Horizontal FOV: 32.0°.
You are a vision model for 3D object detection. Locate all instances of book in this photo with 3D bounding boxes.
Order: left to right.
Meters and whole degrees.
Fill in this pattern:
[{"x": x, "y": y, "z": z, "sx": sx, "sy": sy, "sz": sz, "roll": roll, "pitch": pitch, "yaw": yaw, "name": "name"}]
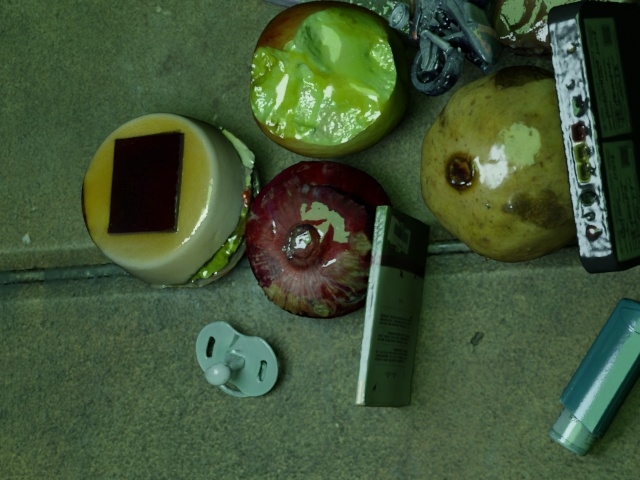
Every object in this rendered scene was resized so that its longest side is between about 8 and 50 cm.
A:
[{"x": 0.109, "y": 0.104, "z": 1.654, "sx": 0.026, "sy": 0.201, "sz": 0.289, "roll": 6, "pitch": 84, "yaw": 23, "name": "book"}]

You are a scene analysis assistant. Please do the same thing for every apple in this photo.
[{"x": 0.020, "y": -0.247, "z": 1.700, "sx": 0.226, "sy": 0.246, "sz": 0.246, "roll": 0, "pitch": 83, "yaw": 18, "name": "apple"}]

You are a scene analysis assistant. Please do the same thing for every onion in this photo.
[{"x": 0.000, "y": 0.000, "z": 1.704, "sx": 0.246, "sy": 0.190, "sz": 0.246, "roll": 0, "pitch": 90, "yaw": 12, "name": "onion"}]

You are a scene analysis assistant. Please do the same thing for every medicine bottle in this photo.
[{"x": 0.433, "y": 0.195, "z": 1.602, "sx": 0.124, "sy": 0.079, "sz": 0.258, "roll": 34, "pitch": 94, "yaw": 18, "name": "medicine bottle"}]

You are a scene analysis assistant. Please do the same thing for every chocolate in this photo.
[{"x": 0.370, "y": -0.312, "z": 1.655, "sx": 0.214, "sy": 0.148, "sz": 0.093, "roll": 8, "pitch": 91, "yaw": 20, "name": "chocolate"}]

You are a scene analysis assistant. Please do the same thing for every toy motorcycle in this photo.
[{"x": 0.195, "y": -0.360, "z": 1.637, "sx": 0.173, "sy": 0.108, "sz": 0.307, "roll": -29, "pitch": 52, "yaw": 45, "name": "toy motorcycle"}]

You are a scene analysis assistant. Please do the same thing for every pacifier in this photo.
[{"x": -0.145, "y": 0.201, "z": 1.766, "sx": 0.150, "sy": 0.116, "sz": 0.127, "roll": 28, "pitch": 117, "yaw": 15, "name": "pacifier"}]

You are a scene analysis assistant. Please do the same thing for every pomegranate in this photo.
[{"x": 0.280, "y": -0.111, "z": 1.590, "sx": 0.281, "sy": 0.281, "sz": 0.281, "roll": -2, "pitch": 82, "yaw": 17, "name": "pomegranate"}]

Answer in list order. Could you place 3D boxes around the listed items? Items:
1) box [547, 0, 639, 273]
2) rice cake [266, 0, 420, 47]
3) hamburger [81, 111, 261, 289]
[{"x": 0.388, "y": -0.140, "z": 1.479, "sx": 0.058, "sy": 0.211, "sz": 0.350, "roll": -5, "pitch": 94, "yaw": 40, "name": "box"}, {"x": 0.020, "y": -0.385, "z": 1.809, "sx": 0.365, "sy": 0.072, "sz": 0.056, "roll": 20, "pitch": 89, "yaw": 18, "name": "rice cake"}, {"x": -0.240, "y": -0.063, "z": 1.800, "sx": 0.302, "sy": 0.170, "sz": 0.302, "roll": -5, "pitch": 77, "yaw": 22, "name": "hamburger"}]
